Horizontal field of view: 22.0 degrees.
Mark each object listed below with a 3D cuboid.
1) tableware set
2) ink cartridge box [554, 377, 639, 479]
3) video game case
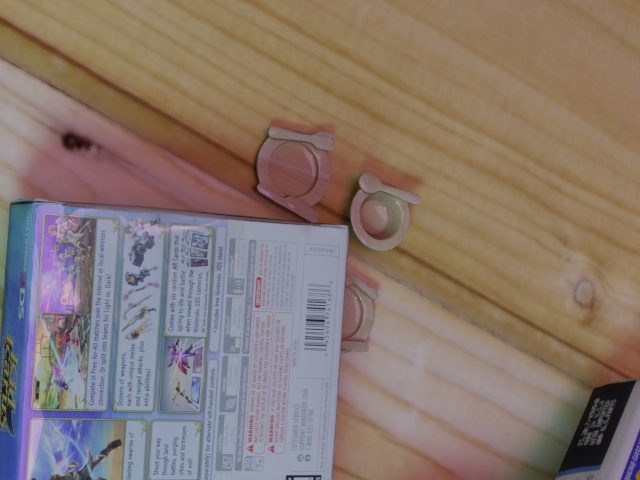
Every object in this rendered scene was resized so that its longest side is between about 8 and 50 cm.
[{"bbox_3d":[0.000,0.000,1.277,0.141,0.020,0.169,25,73,-26],"label":"tableware set"},{"bbox_3d":[0.265,0.320,1.305,0.307,0.072,0.304,59,38,-22],"label":"ink cartridge box"},{"bbox_3d":[-0.106,0.113,1.169,0.244,0.061,0.270,5,88,-30],"label":"video game case"}]
